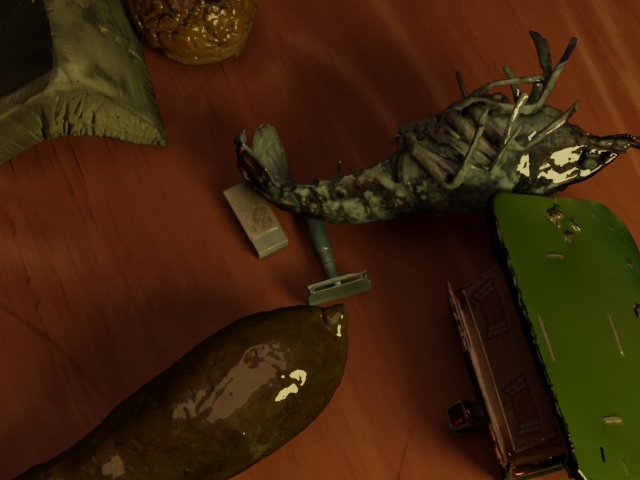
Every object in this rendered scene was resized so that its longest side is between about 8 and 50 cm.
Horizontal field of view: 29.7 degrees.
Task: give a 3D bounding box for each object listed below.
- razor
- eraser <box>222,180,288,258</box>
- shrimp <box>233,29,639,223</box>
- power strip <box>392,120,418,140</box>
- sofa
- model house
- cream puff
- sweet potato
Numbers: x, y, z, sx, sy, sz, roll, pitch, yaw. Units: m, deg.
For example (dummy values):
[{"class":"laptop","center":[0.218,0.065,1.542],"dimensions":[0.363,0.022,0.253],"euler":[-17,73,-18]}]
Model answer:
[{"class":"razor","center":[0.000,0.000,1.258],"dimensions":[0.068,0.040,0.135],"euler":[-15,61,-9]},{"class":"eraser","center":[-0.068,-0.024,1.274],"dimensions":[0.038,0.019,0.083],"euler":[-26,68,-14]},{"class":"shrimp","center":[0.121,-0.094,1.209],"dimensions":[0.411,0.221,0.166],"euler":[-18,93,14]},{"class":"power strip","center":[0.119,-0.120,1.320],"dimensions":[0.083,0.027,0.017],"euler":[-11,62,-4]},{"class":"sofa","center":[-0.314,-0.172,1.308],"dimensions":[0.225,0.176,0.210],"euler":[-28,65,17]},{"class":"model house","center":[0.223,0.119,1.170],"dimensions":[0.207,0.154,0.293],"euler":[4,62,-40]},{"class":"cream puff","center":[-0.141,-0.263,1.336],"dimensions":[0.144,0.103,0.126],"euler":[6,68,-4]},{"class":"sweet potato","center":[-0.149,0.184,1.122],"dimensions":[0.423,0.130,0.130],"euler":[-28,68,-7]}]
